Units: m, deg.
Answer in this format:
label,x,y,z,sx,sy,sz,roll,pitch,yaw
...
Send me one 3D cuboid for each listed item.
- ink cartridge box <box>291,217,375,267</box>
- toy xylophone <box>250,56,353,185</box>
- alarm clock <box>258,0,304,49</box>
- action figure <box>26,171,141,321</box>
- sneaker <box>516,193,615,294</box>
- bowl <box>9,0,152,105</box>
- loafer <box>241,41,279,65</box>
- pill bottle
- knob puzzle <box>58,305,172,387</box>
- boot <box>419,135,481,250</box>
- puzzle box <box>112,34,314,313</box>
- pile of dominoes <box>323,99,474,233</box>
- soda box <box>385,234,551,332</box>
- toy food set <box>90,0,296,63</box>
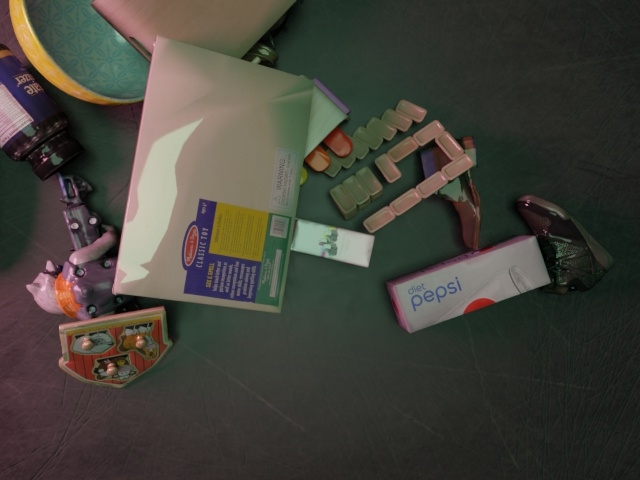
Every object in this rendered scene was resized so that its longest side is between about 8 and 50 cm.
label,x,y,z,sx,sy,sz,roll,pitch,yaw
ink cartridge box,0.000,0.000,1.088,0.181,0.104,0.061,13,89,-4
toy xylophone,-0.102,-0.191,1.088,0.323,0.081,0.236,-38,88,-3
alarm clock,-0.139,-0.448,1.092,0.192,0.064,0.129,32,88,-8
action figure,-0.351,0.014,1.028,0.330,0.178,0.341,-26,96,-14
sneaker,0.448,0.018,1.134,0.227,0.087,0.130,43,81,-9
bowl,-0.406,-0.363,1.009,0.156,0.289,0.289,-6,92,38
loafer,-0.151,-0.345,1.099,0.148,0.056,0.050,12,90,5
pill bottle,-0.524,-0.217,1.025,0.123,0.123,0.219,-39,106,-3
knob puzzle,-0.357,0.206,1.039,0.213,0.213,0.030,-26,48,-4
boot,0.251,-0.086,1.133,0.106,0.082,0.219,-4,88,11
puzzle box,-0.168,-0.097,0.960,0.272,0.052,0.408,11,84,-23
pile of dominoes,0.131,-0.142,1.120,0.251,0.040,0.196,-33,71,-2
soda box,0.276,0.080,1.118,0.286,0.091,0.098,-18,92,-4
toy food set,-0.195,-0.420,0.993,0.306,0.092,0.220,-47,126,-2
